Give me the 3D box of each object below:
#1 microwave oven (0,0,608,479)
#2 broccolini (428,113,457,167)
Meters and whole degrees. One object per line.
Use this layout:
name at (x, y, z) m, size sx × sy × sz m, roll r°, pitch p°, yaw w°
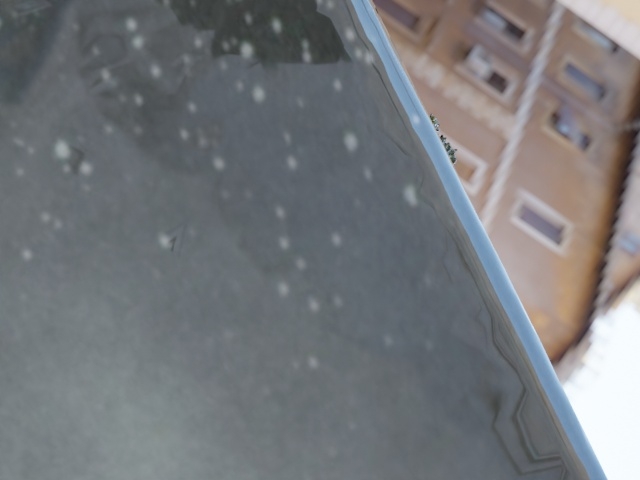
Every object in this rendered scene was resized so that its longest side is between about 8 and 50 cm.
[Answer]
microwave oven at (-0.158, 0.113, 0.416) m, size 0.432 × 0.374 × 0.236 m, roll -26°, pitch 180°, yaw -3°
broccolini at (-0.002, -0.005, 0.966) m, size 0.194 × 0.052 × 0.054 m, roll -43°, pitch -129°, yaw -11°
